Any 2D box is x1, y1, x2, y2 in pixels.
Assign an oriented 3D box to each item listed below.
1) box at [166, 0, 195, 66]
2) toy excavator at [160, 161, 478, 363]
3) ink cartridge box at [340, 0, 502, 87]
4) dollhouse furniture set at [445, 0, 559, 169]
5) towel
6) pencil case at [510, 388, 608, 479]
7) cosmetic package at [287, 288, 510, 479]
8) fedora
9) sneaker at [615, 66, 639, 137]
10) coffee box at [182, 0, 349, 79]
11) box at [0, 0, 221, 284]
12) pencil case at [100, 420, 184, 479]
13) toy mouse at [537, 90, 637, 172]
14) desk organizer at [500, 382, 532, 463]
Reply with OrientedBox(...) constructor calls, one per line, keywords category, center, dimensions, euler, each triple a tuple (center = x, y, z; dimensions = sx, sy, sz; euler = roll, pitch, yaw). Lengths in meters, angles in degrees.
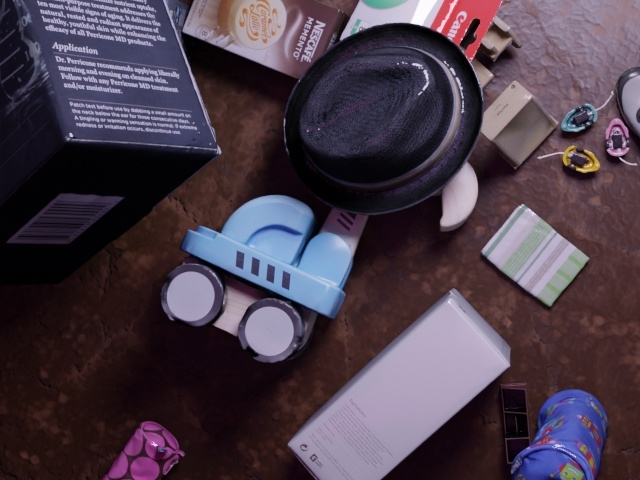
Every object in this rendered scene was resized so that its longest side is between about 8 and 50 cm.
OrientedBox(category="box", center=(-0.280, -0.301, 1.903), dimensions=(0.059, 0.183, 0.232), euler=(12, 96, 9))
OrientedBox(category="toy excavator", center=(0.000, 0.000, 1.869), dimensions=(0.433, 0.222, 0.445), euler=(23, 88, 7))
OrientedBox(category="ink cartridge box", center=(0.164, -0.367, 1.810), dimensions=(0.225, 0.056, 0.181), euler=(27, 90, 35))
OrientedBox(category="dollhouse furniture set", center=(0.262, -0.253, 1.854), dimensions=(0.212, 0.161, 0.242), euler=(-47, 62, 9))
OrientedBox(category="towel", center=(0.367, 0.026, 1.886), dimensions=(0.152, 0.023, 0.113), euler=(39, 101, 4))
OrientedBox(category="pencil case", center=(0.384, 0.337, 1.756), dimensions=(0.133, 0.306, 0.119), euler=(-40, 85, 21))
OrientedBox(category="cosmetic package", center=(0.136, 0.259, 1.850), dimensions=(0.365, 0.197, 0.155), euler=(-42, 85, 11))
OrientedBox(category="fedora", center=(0.084, -0.199, 1.722), dimensions=(0.334, 0.152, 0.334), euler=(-1, 87, 16))
OrientedBox(category="sneaker", center=(0.577, -0.167, 1.793), dimensions=(0.100, 0.108, 0.271), euler=(-32, 85, 13))
OrientedBox(category="coffee box", center=(-0.093, -0.375, 1.907), dimensions=(0.246, 0.098, 0.141), euler=(23, 97, 8))
OrientedBox(category="box", center=(-0.470, -0.234, 1.750), dimensions=(0.480, 0.297, 0.471), euler=(-34, 67, 36))
OrientedBox(category="pencil case", center=(-0.341, 0.436, 2.001), dimensions=(0.098, 0.095, 0.209), euler=(35, 101, -9))
OrientedBox(category="toy mouse", center=(0.464, -0.182, 1.850), dimensions=(0.161, 0.031, 0.143), euler=(18, 96, 9))
OrientedBox(category="desk organizer", center=(0.336, 0.314, 1.888), dimensions=(0.047, 0.050, 0.130), euler=(-5, 92, 10))
